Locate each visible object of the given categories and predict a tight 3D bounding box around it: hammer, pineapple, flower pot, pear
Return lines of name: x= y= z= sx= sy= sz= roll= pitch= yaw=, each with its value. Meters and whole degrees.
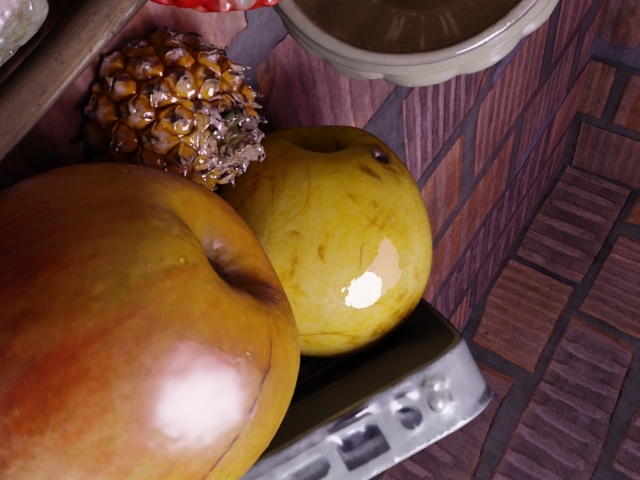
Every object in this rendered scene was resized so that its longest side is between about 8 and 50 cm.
hammer: x=-0.227 y=-0.070 z=0.427 sx=0.044 sy=0.168 sz=0.439 roll=46 pitch=60 yaw=-32
pineapple: x=-0.108 y=-0.099 z=0.586 sx=0.161 sy=0.137 sz=0.176 roll=-65 pitch=155 yaw=4
flower pot: x=0.098 y=-0.303 z=0.631 sx=0.244 sy=0.308 sz=0.307 roll=-38 pitch=150 yaw=-74
pear: x=0.000 y=0.000 z=0.746 sx=0.281 sy=0.281 sz=0.280 roll=-45 pitch=151 yaw=-35

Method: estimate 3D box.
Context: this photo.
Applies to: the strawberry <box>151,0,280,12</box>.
strawberry: x=-0.087 y=-0.255 z=0.425 sx=0.254 sy=0.280 sz=0.150 roll=-6 pitch=140 yaw=-20

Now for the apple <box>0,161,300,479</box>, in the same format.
apple: x=-0.151 y=0.075 z=0.499 sx=0.233 sy=0.286 sz=0.286 roll=-42 pitch=161 yaw=16

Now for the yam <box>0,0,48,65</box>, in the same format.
yam: x=-0.248 y=-0.106 z=0.379 sx=0.179 sy=0.078 sz=0.078 roll=-52 pitch=154 yaw=-15

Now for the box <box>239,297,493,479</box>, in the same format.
box: x=0.002 y=0.219 z=0.832 sx=0.396 sy=0.111 sz=0.396 roll=-31 pitch=-179 yaw=2
